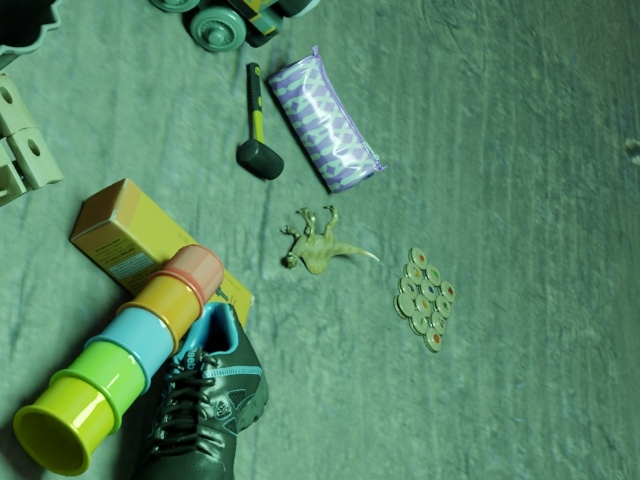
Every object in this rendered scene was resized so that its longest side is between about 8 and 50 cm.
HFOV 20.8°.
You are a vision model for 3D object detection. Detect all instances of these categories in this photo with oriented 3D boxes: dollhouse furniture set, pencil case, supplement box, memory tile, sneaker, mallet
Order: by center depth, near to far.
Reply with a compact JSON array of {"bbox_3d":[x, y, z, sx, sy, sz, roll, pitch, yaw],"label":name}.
[{"bbox_3d":[-0.377,-0.080,1.779,0.129,0.129,0.183,62,18,-2],"label":"dollhouse furniture set"},{"bbox_3d":[-0.149,0.201,1.927,0.341,0.125,0.140,-74,157,-57],"label":"sneaker"},{"bbox_3d":[-0.184,0.034,2.064,0.233,0.080,0.078,43,39,-27],"label":"supplement box"},{"bbox_3d":[-0.092,-0.172,2.379,0.062,0.039,0.190,28,43,-48],"label":"mallet"},{"bbox_3d":[0.009,-0.166,2.463,0.206,0.088,0.086,58,31,-8],"label":"pencil case"},{"bbox_3d":[0.156,0.085,2.568,0.113,0.012,0.148,49,36,-22],"label":"memory tile"}]

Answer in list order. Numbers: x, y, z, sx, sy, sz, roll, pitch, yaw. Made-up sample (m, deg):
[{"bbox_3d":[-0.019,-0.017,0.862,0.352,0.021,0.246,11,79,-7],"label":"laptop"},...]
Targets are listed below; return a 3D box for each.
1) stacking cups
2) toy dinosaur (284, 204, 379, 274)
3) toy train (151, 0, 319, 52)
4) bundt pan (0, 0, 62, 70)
[{"bbox_3d":[-0.211,0.121,1.903,0.096,0.096,0.316,54,43,-16],"label":"stacking cups"},{"bbox_3d":[0.000,0.000,2.387,0.183,0.053,0.092,-5,88,-48],"label":"toy dinosaur"},{"bbox_3d":[-0.147,-0.389,2.301,0.334,0.190,0.142,42,39,-31],"label":"toy train"},{"bbox_3d":[-0.441,-0.289,1.843,0.331,0.124,0.331,29,39,-26],"label":"bundt pan"}]
